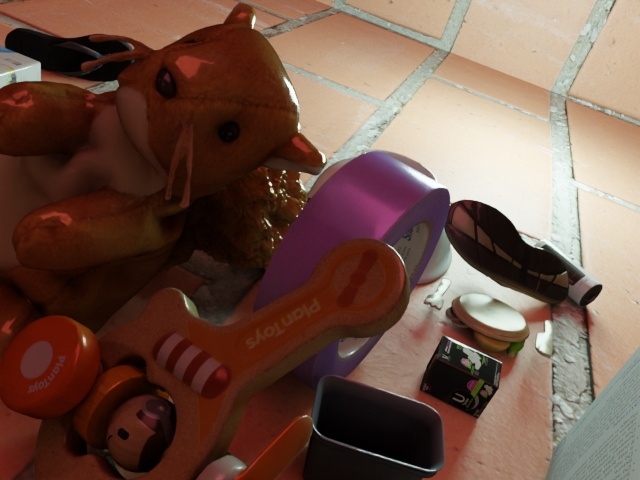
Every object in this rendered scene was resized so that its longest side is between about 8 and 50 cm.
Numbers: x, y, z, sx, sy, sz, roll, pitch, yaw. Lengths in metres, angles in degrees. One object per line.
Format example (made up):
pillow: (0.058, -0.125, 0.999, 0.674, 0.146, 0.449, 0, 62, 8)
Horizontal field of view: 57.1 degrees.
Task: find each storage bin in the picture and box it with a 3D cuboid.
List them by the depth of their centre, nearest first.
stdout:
storage bin: (0.046, 0.209, 0.605, 0.135, 0.091, 0.098, 19, 32, -2)

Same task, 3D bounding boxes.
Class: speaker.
speaker: (0.448, 0.059, 1.081, 0.055, 0.055, 0.136, -4, 39, -32)

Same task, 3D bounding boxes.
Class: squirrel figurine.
squirrel figurine: (-0.168, -0.080, 0.642, 0.281, 0.370, 0.397, 63, 20, 12)

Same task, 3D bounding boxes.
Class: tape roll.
tape roll: (0.042, 0.038, 0.689, 0.090, 0.275, 0.274, 32, 34, 21)

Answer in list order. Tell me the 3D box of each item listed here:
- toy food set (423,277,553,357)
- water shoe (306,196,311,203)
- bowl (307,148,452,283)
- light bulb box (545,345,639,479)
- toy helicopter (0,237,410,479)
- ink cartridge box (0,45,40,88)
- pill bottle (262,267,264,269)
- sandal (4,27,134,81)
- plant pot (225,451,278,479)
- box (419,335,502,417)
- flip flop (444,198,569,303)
toy food set: (0.256, 0.126, 0.902, 0.191, 0.039, 0.132, 23, 25, 17)
water shoe: (0.000, 0.000, 0.905, 0.203, 0.080, 0.072, 37, 21, 27)
bowl: (0.113, -0.067, 1.023, 0.297, 0.134, 0.298, 13, 32, -8)
light bulb box: (0.375, 0.319, 0.484, 0.357, 0.225, 0.361, 31, 33, 18)
toy helicopter: (-0.076, 0.122, 0.484, 0.354, 0.140, 0.235, -31, 53, 1)
ink cartridge box: (-0.605, -0.290, 1.049, 0.104, 0.062, 0.181, 22, 31, 6)
pill bottle: (-0.102, -0.016, 0.874, 0.151, 0.086, 0.086, 29, 33, 14)
sandal: (-0.513, -0.374, 1.207, 0.254, 0.097, 0.055, 2, 33, -7)
plant pot: (-0.084, 0.228, 0.529, 0.083, 0.084, 0.079, -15, 34, -42)
box: (0.180, 0.174, 0.754, 0.083, 0.062, 0.052, 25, 34, 9)
flip flop: (0.312, 0.028, 1.006, 0.277, 0.080, 0.112, 27, 71, -22)
